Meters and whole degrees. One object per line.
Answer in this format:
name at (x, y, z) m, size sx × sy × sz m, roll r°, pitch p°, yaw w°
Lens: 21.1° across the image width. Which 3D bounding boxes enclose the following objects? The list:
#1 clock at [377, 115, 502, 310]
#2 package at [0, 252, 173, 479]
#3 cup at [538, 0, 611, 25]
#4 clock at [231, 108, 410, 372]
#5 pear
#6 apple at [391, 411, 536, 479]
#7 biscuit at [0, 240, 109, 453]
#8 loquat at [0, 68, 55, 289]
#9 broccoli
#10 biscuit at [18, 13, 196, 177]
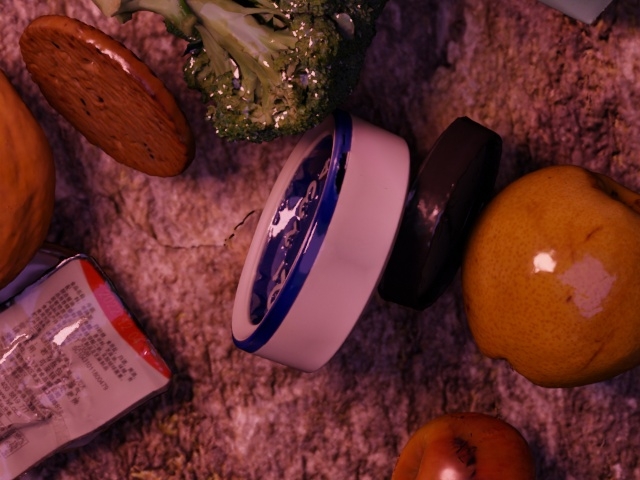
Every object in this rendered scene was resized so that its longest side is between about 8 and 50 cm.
clock at (0.111, -0.022, 1.550) m, size 0.040 × 0.184 × 0.184 m, roll 26°, pitch 101°, yaw 16°
package at (-0.269, 0.129, 1.578) m, size 0.232 × 0.040 × 0.166 m, roll -34°, pitch 111°, yaw -3°
cup at (0.164, -0.291, 1.520) m, size 0.236 × 0.148 × 0.134 m, roll 32°, pitch 72°, yaw -16°
clock at (0.000, 0.000, 1.519) m, size 0.083 × 0.230 × 0.230 m, roll 20°, pitch 101°, yaw -14°
pear at (0.226, 0.037, 1.568) m, size 0.209 × 0.209 × 0.208 m, roll -1°, pitch 104°, yaw -5°
apple at (0.135, 0.231, 1.634) m, size 0.147 × 0.146 × 0.146 m, roll -1°, pitch 104°, yaw -5°
biscuit at (-0.275, 0.103, 1.612) m, size 0.181 × 0.049 × 0.208 m, roll 7°, pitch 105°, yaw -8°
loquat at (-0.343, -0.053, 1.492) m, size 0.238 × 0.193 × 0.238 m, roll -3°, pitch 105°, yaw -12°
broccoli at (-0.063, -0.213, 1.440) m, size 0.270 × 0.270 × 0.270 m, roll 1°, pitch 106°, yaw -37°
biscuit at (-0.185, -0.127, 1.502) m, size 0.188 × 0.188 × 0.027 m, roll 45°, pitch 66°, yaw -14°
